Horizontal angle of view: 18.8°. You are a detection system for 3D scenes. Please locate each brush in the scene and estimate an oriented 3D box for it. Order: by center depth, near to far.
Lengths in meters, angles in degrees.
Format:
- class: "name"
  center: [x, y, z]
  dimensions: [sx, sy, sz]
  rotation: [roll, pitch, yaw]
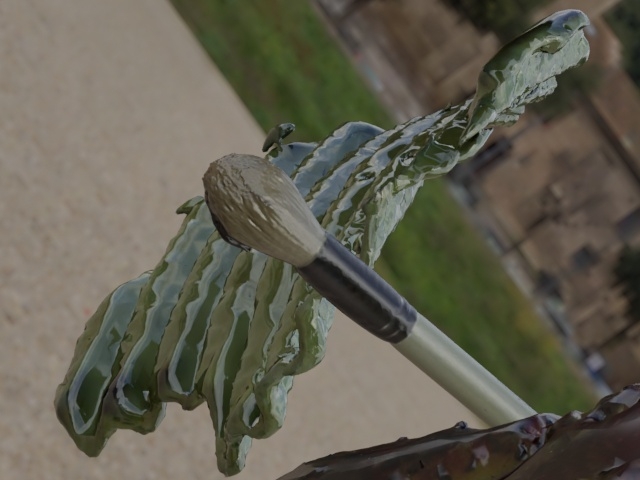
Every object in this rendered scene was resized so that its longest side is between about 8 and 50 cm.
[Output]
- class: "brush"
  center: [0.048, 0.054, 0.990]
  dimensions: [0.299, 0.039, 0.042]
  rotation: [42, 39, -26]

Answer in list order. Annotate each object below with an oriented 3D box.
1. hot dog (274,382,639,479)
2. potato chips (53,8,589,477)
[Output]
- class: "hot dog"
  center: [0.056, 0.111, 0.653]
  dimensions: [0.082, 0.270, 0.162]
  rotation: [56, 33, -15]
- class: "potato chips"
  center: [0.005, -0.006, 1.288]
  dimensions: [0.097, 0.389, 0.373]
  rotation: [52, -30, -14]
